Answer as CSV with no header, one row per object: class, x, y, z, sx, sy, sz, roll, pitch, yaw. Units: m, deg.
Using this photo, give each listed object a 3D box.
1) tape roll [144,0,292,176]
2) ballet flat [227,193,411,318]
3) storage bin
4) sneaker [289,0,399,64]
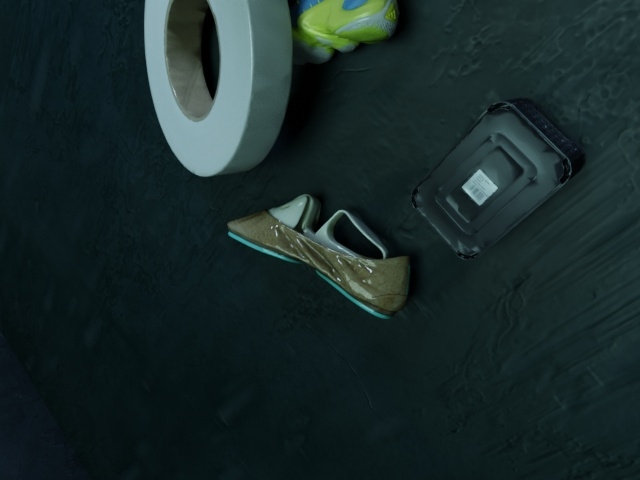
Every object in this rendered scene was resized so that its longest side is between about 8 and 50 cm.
tape roll,-0.179,-0.299,0.817,0.392,0.071,0.393,21,116,49
ballet flat,0.000,0.000,0.836,0.342,0.116,0.124,27,100,28
storage bin,0.218,-0.076,0.646,0.122,0.084,0.180,50,128,13
sneaker,0.009,-0.332,0.732,0.240,0.091,0.126,4,90,37
